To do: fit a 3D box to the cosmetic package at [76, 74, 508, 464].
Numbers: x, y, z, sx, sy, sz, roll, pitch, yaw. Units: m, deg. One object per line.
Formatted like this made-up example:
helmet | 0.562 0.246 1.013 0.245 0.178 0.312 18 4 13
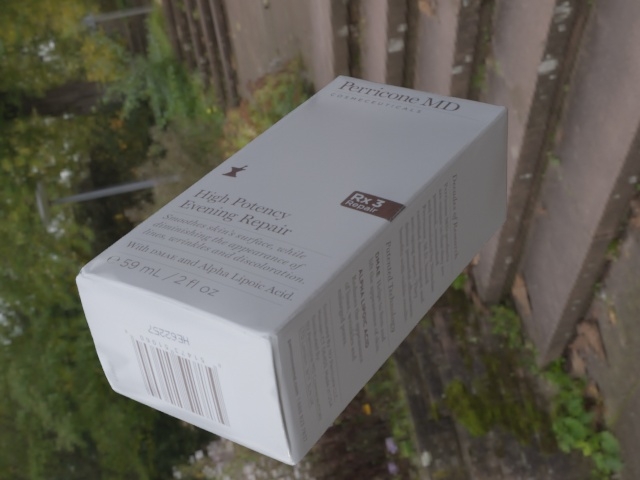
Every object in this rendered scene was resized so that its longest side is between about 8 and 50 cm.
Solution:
cosmetic package | 0.000 0.000 0.515 0.231 0.117 0.085 -45 -40 -42
